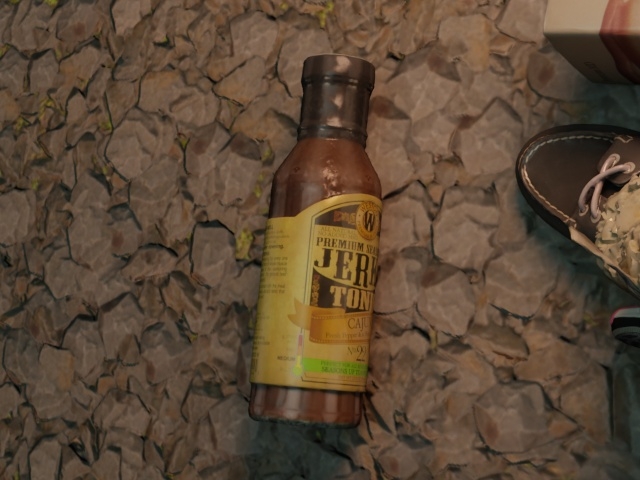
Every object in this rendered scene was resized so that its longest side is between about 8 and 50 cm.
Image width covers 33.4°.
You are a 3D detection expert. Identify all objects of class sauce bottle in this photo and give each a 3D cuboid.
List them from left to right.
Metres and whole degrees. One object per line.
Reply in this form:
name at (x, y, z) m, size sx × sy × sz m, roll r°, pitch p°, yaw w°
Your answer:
sauce bottle at (0.000, 0.000, 0.994) m, size 0.111 × 0.111 × 0.344 m, roll 1°, pitch 84°, yaw 30°

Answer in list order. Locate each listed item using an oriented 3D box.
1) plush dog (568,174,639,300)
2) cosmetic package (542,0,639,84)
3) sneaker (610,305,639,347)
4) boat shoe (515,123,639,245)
plush dog at (0.306, -0.029, 0.665) m, size 0.262 × 0.210 × 0.225 m, roll 40°, pitch 96°, yaw 35°
cosmetic package at (0.339, -0.190, 0.809) m, size 0.296 × 0.153 × 0.129 m, roll 9°, pitch 87°, yaw 32°
sneaker at (0.301, 0.104, 0.829) m, size 0.170 × 0.063 × 0.075 m, roll 20°, pitch 86°, yaw 26°
boat shoe at (0.290, -0.012, 0.837) m, size 0.335 × 0.095 × 0.112 m, roll 32°, pitch 98°, yaw 30°
